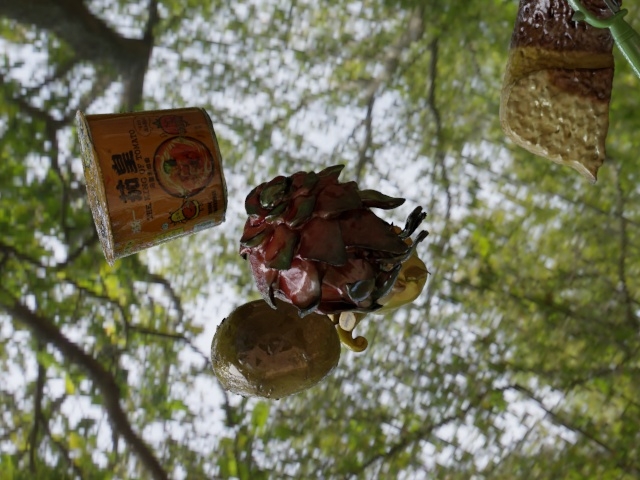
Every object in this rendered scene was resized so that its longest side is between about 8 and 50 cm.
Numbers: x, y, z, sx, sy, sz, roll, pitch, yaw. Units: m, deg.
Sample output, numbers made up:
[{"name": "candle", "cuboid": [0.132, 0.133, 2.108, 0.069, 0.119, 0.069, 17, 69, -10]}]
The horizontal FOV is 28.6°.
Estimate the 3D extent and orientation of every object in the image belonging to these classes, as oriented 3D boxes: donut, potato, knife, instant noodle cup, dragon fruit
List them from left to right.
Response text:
[{"name": "instant noodle cup", "cuboid": [-0.228, -0.086, 1.702, 0.172, 0.216, 0.216, -12, -127, -14]}, {"name": "potato", "cuboid": [-0.064, 0.143, 1.663, 0.175, 0.137, 0.137, -21, -131, 13]}, {"name": "dragon fruit", "cuboid": [0.003, 0.000, 0.994, 0.142, 0.130, 0.121, 44, -164, 28]}, {"name": "donut", "cuboid": [0.249, -0.206, 1.286, 0.112, 0.151, 0.295, 12, -94, 1]}, {"name": "knife", "cuboid": [0.286, -0.170, 1.162, 0.054, 0.015, 0.212, -34, -92, -23]}]

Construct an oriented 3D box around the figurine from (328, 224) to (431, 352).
[{"name": "figurine", "cuboid": [0.077, 0.067, 1.862, 0.156, 0.131, 0.246, 10, -152, 28]}]
